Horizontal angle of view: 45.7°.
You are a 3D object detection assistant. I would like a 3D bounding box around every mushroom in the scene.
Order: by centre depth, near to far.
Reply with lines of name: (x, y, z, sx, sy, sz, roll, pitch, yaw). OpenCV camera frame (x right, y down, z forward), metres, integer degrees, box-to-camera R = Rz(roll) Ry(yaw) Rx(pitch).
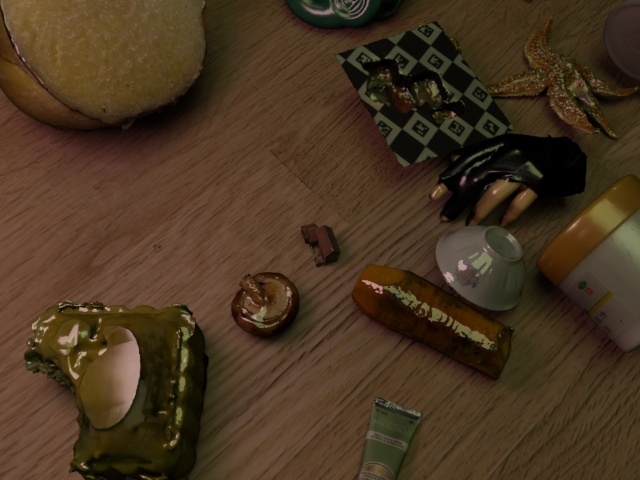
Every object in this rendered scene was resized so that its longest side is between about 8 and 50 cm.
mushroom: (-0.098, 0.116, 1.369, 0.127, 0.087, 0.127, -1, 63, 2)

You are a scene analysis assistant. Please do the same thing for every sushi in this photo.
sushi: (0.204, -0.292, 1.562, 0.292, 0.059, 0.294, -23, 74, -26)

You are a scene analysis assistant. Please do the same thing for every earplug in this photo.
earplug: (0.079, -0.577, 1.705, 0.280, 0.163, 0.258, -38, 34, -30)

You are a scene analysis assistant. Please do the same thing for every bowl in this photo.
bowl: (0.311, 0.031, 1.386, 0.189, 0.086, 0.189, 16, 44, -17)

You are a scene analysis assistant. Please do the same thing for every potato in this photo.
potato: (-0.457, -0.412, 1.519, 0.442, 0.319, 0.385, -46, 114, -29)

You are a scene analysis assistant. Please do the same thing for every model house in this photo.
model house: (0.000, 0.000, 1.446, 0.057, 0.058, 0.083, -14, 65, -9)

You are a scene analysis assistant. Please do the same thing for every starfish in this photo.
starfish: (0.516, -0.317, 1.610, 0.293, 0.084, 0.301, 40, 65, 17)

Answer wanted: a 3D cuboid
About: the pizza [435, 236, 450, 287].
pizza: (0.255, 0.029, 1.458, 0.100, 0.029, 0.099, -32, 68, -17)

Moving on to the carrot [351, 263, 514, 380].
carrot: (0.204, 0.140, 1.358, 0.302, 0.114, 0.114, 27, 66, 10)

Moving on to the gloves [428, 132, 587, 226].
gloves: (0.357, -0.129, 1.489, 0.301, 0.152, 0.197, -27, 40, 0)

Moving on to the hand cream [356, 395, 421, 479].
hand cream: (0.098, 0.377, 1.272, 0.086, 0.055, 0.235, 20, 58, 5)

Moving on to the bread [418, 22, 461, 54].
bread: (0.259, -0.425, 1.660, 0.110, 0.066, 0.060, 35, 55, 17)

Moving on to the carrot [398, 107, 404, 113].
carrot: (0.162, -0.249, 1.583, 0.048, 0.048, 0.139, -6, 62, -5)

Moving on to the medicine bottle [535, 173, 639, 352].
medicine bottle: (0.547, 0.042, 1.349, 0.238, 0.238, 0.232, -35, 72, -18)

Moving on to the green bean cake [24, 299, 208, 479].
green bean cake: (-0.341, 0.245, 1.235, 0.285, 0.202, 0.309, -1, 64, 0)

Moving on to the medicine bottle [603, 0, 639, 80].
medicine bottle: (0.800, -0.509, 1.626, 0.384, 0.224, 0.224, -37, 71, -21)
